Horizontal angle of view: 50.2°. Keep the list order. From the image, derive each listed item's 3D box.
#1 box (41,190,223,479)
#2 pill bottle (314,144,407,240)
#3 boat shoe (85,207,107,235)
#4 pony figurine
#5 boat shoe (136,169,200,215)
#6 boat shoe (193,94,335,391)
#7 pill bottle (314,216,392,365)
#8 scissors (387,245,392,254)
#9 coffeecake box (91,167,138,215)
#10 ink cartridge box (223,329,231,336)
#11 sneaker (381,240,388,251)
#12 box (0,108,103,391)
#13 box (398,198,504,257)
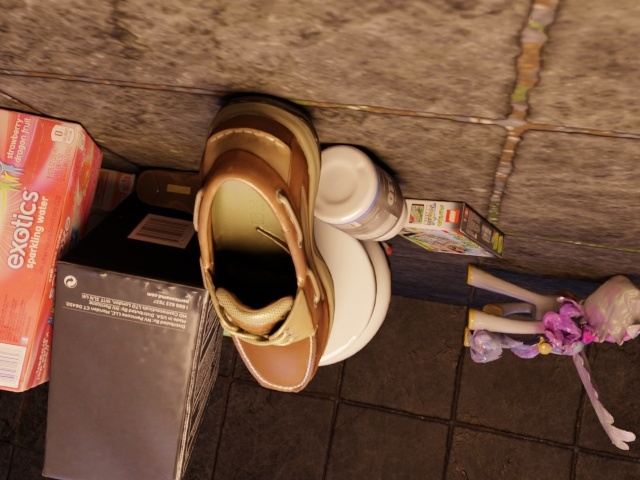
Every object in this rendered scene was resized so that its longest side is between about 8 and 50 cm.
[{"bbox_3d":[-0.227,0.123,0.916,0.182,0.294,0.296,10,-161,-1],"label":"box"},{"bbox_3d":[0.041,-0.043,0.706,0.078,0.078,0.137,7,173,24],"label":"pill bottle"},{"bbox_3d":[-0.356,0.014,1.041,0.091,0.114,0.302,3,171,2],"label":"boat shoe"},{"bbox_3d":[0.458,0.167,1.280,0.363,0.303,0.351,5,-155,9],"label":"pony figurine"},{"bbox_3d":[-0.157,-0.063,0.944,0.190,0.068,0.072,18,-171,19],"label":"boat shoe"},{"bbox_3d":[-0.057,0.035,0.618,0.122,0.120,0.324,2,130,11],"label":"boat shoe"},{"bbox_3d":[-0.004,0.057,0.930,0.204,0.204,0.361,9,180,6],"label":"pill bottle"},{"bbox_3d":[0.000,0.000,1.383,0.297,0.021,0.109,5,172,32],"label":"scissors"},{"bbox_3d":[-0.381,-0.078,1.083,0.185,0.068,0.142,10,173,-5],"label":"coffeecake box"},{"bbox_3d":[-0.201,0.045,1.174,0.198,0.115,0.273,10,143,-2],"label":"ink cartridge box"},{"bbox_3d":[0.072,0.034,1.202,0.081,0.094,0.208,7,169,10],"label":"sneaker"},{"bbox_3d":[-0.369,0.009,0.792,0.154,0.300,0.142,10,173,-7],"label":"box"},{"bbox_3d":[0.170,-0.015,0.931,0.114,0.036,0.207,6,172,30],"label":"box"}]
